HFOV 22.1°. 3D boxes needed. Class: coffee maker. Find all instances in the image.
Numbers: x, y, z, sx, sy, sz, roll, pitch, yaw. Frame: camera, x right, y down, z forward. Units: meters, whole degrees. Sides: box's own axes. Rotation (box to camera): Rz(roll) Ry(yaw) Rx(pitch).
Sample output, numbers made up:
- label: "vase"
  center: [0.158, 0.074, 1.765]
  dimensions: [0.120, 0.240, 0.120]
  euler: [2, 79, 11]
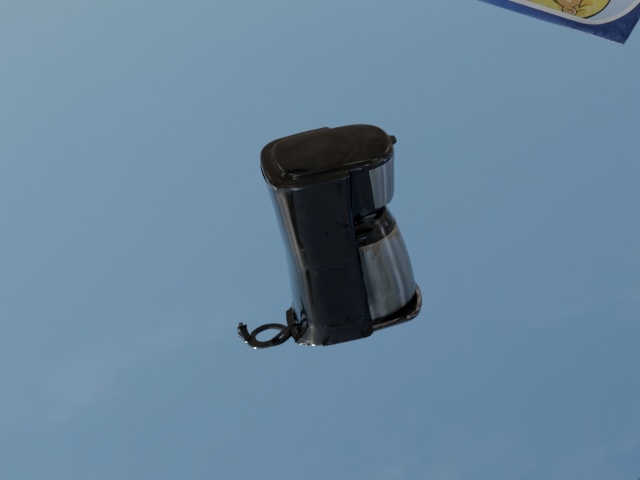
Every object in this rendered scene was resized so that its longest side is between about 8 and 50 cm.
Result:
- label: "coffee maker"
  center: [0.000, 0.000, 1.500]
  dimensions: [0.171, 0.178, 0.120]
  euler: [-27, -148, -23]

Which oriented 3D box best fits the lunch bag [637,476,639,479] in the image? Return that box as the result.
- label: "lunch bag"
  center: [0.246, 0.137, 0.654]
  dimensions: [0.223, 0.160, 0.262]
  euler: [11, -150, 34]

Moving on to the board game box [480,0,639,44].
- label: "board game box"
  center: [0.108, -0.182, 0.639]
  dimensions: [0.136, 0.201, 0.035]
  euler: [12, -145, -22]
